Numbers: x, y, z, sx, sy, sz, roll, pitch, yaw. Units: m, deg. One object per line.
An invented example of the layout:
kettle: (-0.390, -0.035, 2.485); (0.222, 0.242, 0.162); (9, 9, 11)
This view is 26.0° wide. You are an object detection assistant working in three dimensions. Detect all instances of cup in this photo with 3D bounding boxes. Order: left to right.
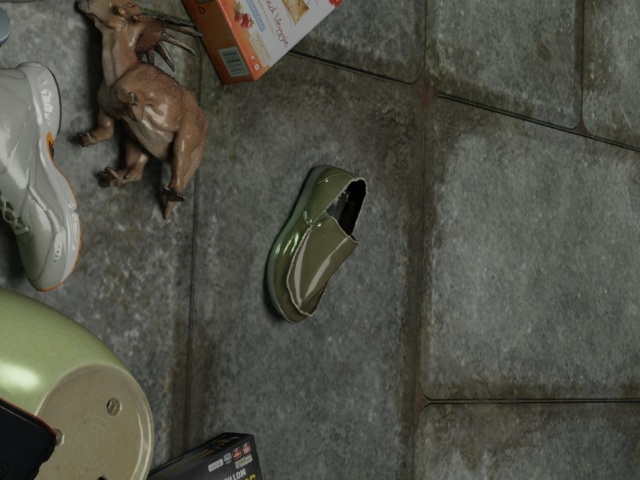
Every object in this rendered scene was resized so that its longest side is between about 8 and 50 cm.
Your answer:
cup: (-0.317, 0.209, 1.472); (0.331, 0.237, 0.331); (2, 88, -49)

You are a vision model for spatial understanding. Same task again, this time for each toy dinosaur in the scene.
toy dinosaur: (-0.200, -0.169, 1.719); (0.295, 0.127, 0.200); (62, 40, -34)

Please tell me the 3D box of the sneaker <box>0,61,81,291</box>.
sneaker: (-0.353, -0.068, 1.564); (0.121, 0.099, 0.262); (-9, 88, -42)

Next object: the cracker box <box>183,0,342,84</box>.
cracker box: (-0.078, -0.339, 1.902); (0.232, 0.067, 0.155); (-49, 124, -39)

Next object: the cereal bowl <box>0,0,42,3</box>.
cereal bowl: (-0.359, -0.389, 1.468); (0.339, 0.141, 0.339); (18, 56, -29)

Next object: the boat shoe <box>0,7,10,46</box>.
boat shoe: (-0.424, -0.261, 1.505); (0.183, 0.083, 0.065); (43, 53, -7)

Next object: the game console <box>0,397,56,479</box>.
game console: (-0.467, 0.259, 1.225); (0.342, 0.060, 0.386); (36, 87, -29)

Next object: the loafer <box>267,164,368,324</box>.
loafer: (0.000, 0.000, 1.963); (0.094, 0.087, 0.251); (38, 61, -42)

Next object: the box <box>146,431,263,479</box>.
box: (-0.162, 0.371, 1.784); (0.231, 0.056, 0.183); (-21, 104, -48)
